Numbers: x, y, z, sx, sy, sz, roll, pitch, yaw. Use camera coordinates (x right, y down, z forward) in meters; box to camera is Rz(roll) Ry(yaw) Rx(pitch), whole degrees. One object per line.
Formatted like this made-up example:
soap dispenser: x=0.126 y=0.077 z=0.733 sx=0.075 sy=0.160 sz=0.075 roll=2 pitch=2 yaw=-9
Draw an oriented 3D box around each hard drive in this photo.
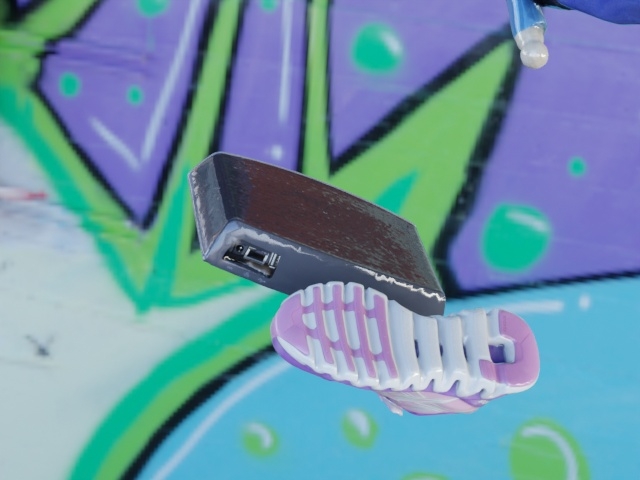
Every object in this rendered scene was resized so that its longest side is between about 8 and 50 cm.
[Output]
hard drive: x=0.000 y=0.000 z=1.337 sx=0.255 sy=0.054 sz=0.172 roll=20 pitch=28 yaw=-23

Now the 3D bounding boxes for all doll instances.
doll: x=0.134 y=-0.154 z=0.738 sx=0.046 sy=0.129 sz=0.189 roll=4 pitch=16 yaw=-28

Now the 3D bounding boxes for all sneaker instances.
sneaker: x=0.065 y=0.106 z=1.181 sx=0.236 sy=0.104 sz=0.095 roll=11 pitch=57 yaw=-18
